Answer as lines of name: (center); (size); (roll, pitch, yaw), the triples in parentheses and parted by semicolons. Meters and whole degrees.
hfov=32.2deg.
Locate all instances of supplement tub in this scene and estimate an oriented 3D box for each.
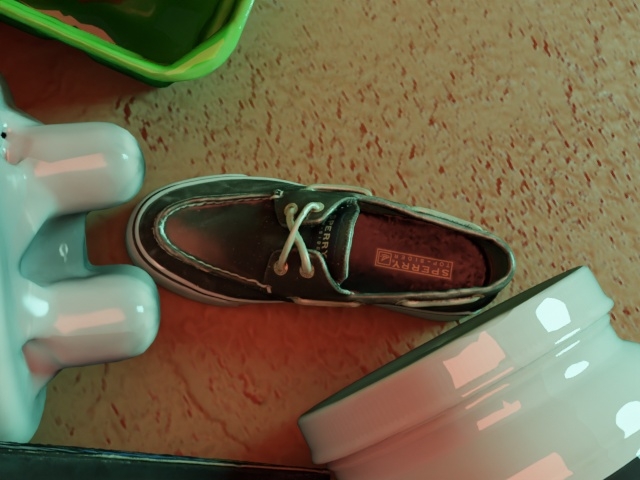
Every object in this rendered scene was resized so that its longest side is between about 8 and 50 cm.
supplement tub: (0.125, 0.170, 0.549); (0.191, 0.191, 0.272); (-27, 85, -11)

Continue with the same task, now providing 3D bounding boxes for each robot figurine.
robot figurine: (-0.256, 0.014, 0.523); (0.353, 0.200, 0.300); (-7, 90, -8)

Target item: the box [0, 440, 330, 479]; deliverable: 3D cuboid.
box: (-0.110, 0.237, 0.470); (0.073, 0.295, 0.293); (0, 79, 33)

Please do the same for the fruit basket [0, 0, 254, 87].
fruit basket: (-0.162, -0.265, 0.503); (0.392, 0.392, 0.283); (23, 78, -3)

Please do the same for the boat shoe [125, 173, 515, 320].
boat shoe: (0.000, 0.000, 0.624); (0.219, 0.070, 0.078); (6, 79, -6)
